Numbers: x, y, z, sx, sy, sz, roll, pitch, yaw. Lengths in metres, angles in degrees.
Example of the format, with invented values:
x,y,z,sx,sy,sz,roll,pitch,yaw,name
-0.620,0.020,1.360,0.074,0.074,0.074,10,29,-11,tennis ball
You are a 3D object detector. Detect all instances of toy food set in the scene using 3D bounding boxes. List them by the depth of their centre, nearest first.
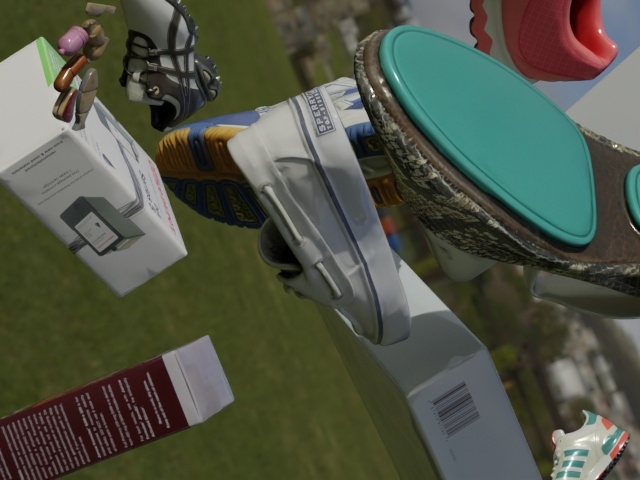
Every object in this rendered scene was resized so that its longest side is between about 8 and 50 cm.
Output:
x,y,z,sx,sy,sz,roll,pitch,yaw,name
-0.225,-0.161,1.477,0.078,0.019,0.122,-12,122,-71,toy food set

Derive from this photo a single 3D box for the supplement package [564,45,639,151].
x,y,z,sx,sy,sz,roll,pitch,yaw,name
0.393,-0.099,1.827,0.204,0.262,0.145,53,22,14,supplement package

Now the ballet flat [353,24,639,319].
x,y,z,sx,sy,sz,roll,pitch,yaw,name
0.203,-0.014,1.303,0.482,0.182,0.164,19,51,-23,ballet flat

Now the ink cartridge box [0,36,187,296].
x,y,z,sx,sy,sz,roll,pitch,yaw,name
-0.300,-0.088,2.008,0.273,0.114,0.198,50,11,-43,ink cartridge box

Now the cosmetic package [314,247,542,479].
x,y,z,sx,sy,sz,roll,pitch,yaw,name
0.125,0.198,1.619,0.284,0.097,0.377,46,-16,55,cosmetic package

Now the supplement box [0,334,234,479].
x,y,z,sx,sy,sz,roll,pitch,yaw,name
-0.212,0.167,1.478,0.130,0.239,0.073,-17,84,-80,supplement box

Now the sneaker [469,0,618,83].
x,y,z,sx,sy,sz,roll,pitch,yaw,name
0.199,-0.282,1.415,0.136,0.116,0.314,14,-50,44,sneaker

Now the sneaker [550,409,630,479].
x,y,z,sx,sy,sz,roll,pitch,yaw,name
0.281,0.261,1.828,0.075,0.161,0.057,37,-24,18,sneaker

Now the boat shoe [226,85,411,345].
x,y,z,sx,sy,sz,roll,pitch,yaw,name
0.000,0.000,1.139,0.267,0.088,0.096,68,0,-58,boat shoe

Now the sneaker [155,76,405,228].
x,y,z,sx,sy,sz,roll,pitch,yaw,name
-0.009,-0.091,1.521,0.131,0.296,0.112,-64,146,-48,sneaker

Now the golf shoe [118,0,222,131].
x,y,z,sx,sy,sz,roll,pitch,yaw,name
-0.170,-0.189,1.653,0.077,0.094,0.198,25,-23,38,golf shoe
